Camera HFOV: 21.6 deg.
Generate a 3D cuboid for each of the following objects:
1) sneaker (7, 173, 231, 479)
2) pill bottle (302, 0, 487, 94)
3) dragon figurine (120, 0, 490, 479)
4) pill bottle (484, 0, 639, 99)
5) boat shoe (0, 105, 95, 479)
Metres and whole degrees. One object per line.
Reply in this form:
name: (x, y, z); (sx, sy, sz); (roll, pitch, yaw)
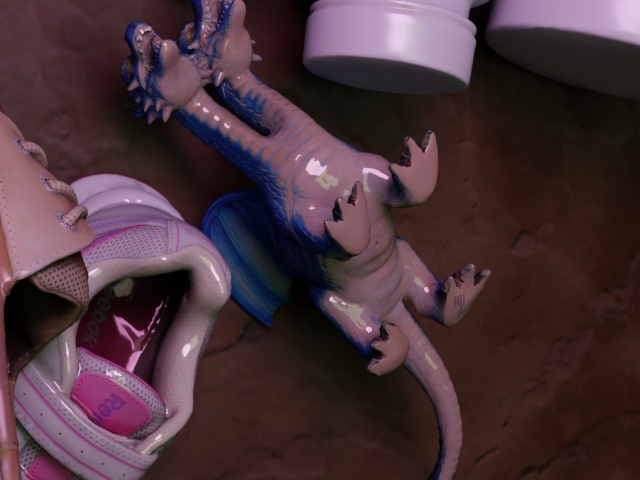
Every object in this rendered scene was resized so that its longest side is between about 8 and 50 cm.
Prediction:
sneaker: (-0.126, 0.082, 0.767); (0.103, 0.111, 0.252); (32, 79, -26)
pill bottle: (0.045, -0.172, 0.836); (0.112, 0.112, 0.186); (11, 84, -28)
dragon figurine: (0.000, 0.000, 0.844); (0.085, 0.144, 0.289); (-42, 130, -21)
pill bottle: (0.189, -0.225, 0.888); (0.161, 0.161, 0.283); (17, 85, -28)
boat shoe: (-0.152, 0.011, 0.697); (0.116, 0.123, 0.324); (3, 67, -4)
